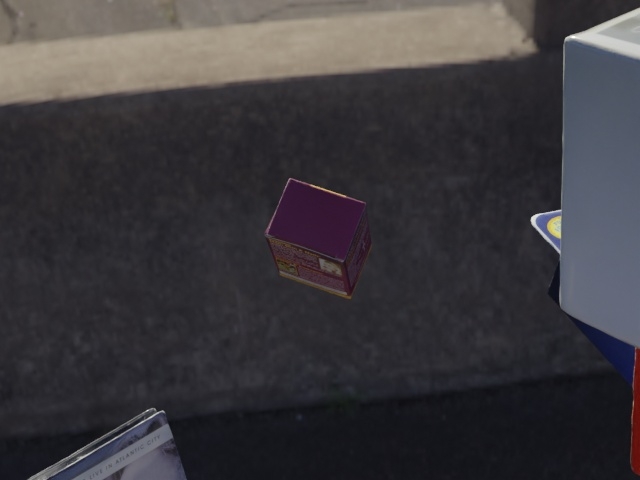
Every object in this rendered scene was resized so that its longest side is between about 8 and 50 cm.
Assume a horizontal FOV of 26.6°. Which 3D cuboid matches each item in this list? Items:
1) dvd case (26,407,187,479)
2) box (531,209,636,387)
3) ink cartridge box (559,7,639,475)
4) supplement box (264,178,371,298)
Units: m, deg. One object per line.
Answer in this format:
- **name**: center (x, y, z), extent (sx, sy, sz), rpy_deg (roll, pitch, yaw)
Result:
- **dvd case**: center (-0.148, 0.249, 0.942), extent (0.164, 0.221, 0.018), rpy_deg (-28, 25, -30)
- **box**: center (0.231, 0.053, 0.789), extent (0.136, 0.036, 0.225), rpy_deg (-11, 44, -27)
- **ink cartridge box**: center (0.207, 0.059, 0.492), extent (0.060, 0.239, 0.275), rpy_deg (-25, 34, -33)
- **supplement box**: center (0.000, 0.000, 0.878), extent (0.055, 0.083, 0.043), rpy_deg (19, 74, 10)
